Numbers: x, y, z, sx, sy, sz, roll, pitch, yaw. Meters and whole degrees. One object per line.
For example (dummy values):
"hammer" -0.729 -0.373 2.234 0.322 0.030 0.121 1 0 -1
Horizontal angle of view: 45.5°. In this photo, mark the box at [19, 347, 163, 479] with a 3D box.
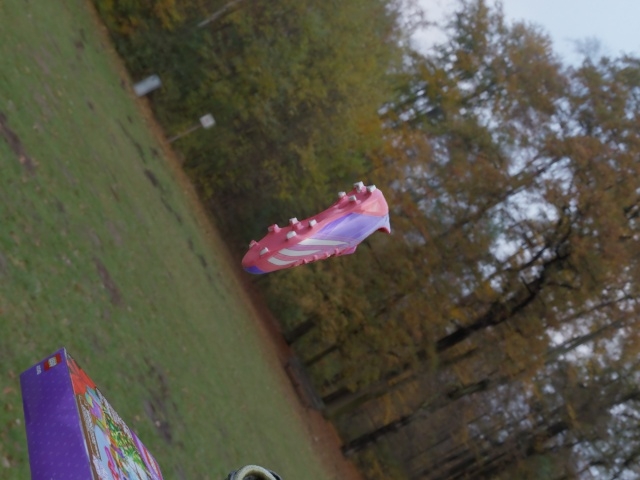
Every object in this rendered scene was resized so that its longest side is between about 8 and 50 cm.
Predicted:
"box" -0.194 0.251 0.720 0.293 0.057 0.200 42 -18 58

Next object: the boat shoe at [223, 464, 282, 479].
"boat shoe" -0.065 0.260 0.756 0.224 0.080 0.073 -9 -100 60

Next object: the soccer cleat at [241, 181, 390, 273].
"soccer cleat" 0.000 0.000 1.158 0.083 0.248 0.095 23 -41 60
